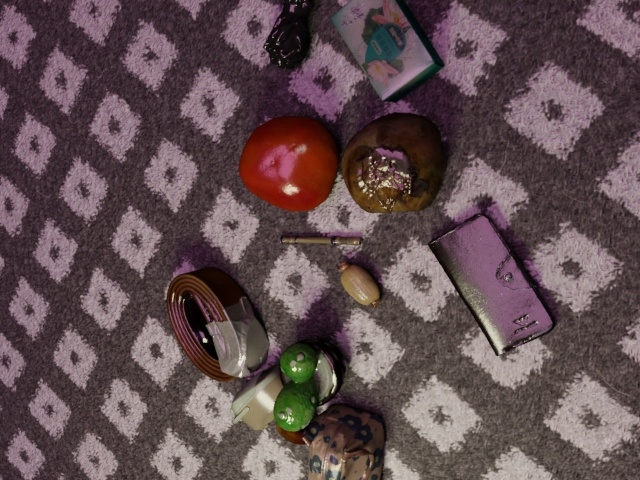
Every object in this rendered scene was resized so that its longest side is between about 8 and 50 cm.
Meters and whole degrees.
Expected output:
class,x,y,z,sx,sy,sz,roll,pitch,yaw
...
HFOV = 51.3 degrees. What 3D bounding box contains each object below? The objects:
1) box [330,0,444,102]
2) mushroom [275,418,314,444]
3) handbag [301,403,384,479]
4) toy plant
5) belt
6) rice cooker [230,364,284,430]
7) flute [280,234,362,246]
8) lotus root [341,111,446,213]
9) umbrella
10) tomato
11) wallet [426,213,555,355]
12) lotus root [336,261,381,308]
class,x,y,z,sx,sy,sz,roll,pitch,yaw
box,0.155,-0.462,1.550,0.153,0.092,0.245,-35,83,27
mushroom,-0.066,0.515,1.823,0.123,0.052,0.123,6,128,8
handbag,0.049,0.575,1.715,0.190,0.193,0.251,9,102,29
toy plant,-0.038,0.354,1.699,0.175,0.235,0.218,6,101,27
belt,-0.290,0.236,1.875,0.217,0.122,0.338,-38,79,28
rice cooker,-0.156,0.432,1.824,0.127,0.145,0.206,39,118,5
flute,0.000,0.000,1.740,0.233,0.027,0.027,1,99,27
lotus root,0.158,-0.170,1.557,0.272,0.192,0.272,5,105,20
umbrella,-0.051,-0.590,1.633,0.118,0.118,0.340,23,104,21
tomato,-0.082,-0.195,1.665,0.260,0.180,0.259,3,98,18
wallet,0.398,0.102,1.549,0.172,0.045,0.318,-33,84,28
lotus root,0.097,0.108,1.688,0.150,0.062,0.073,48,115,11
